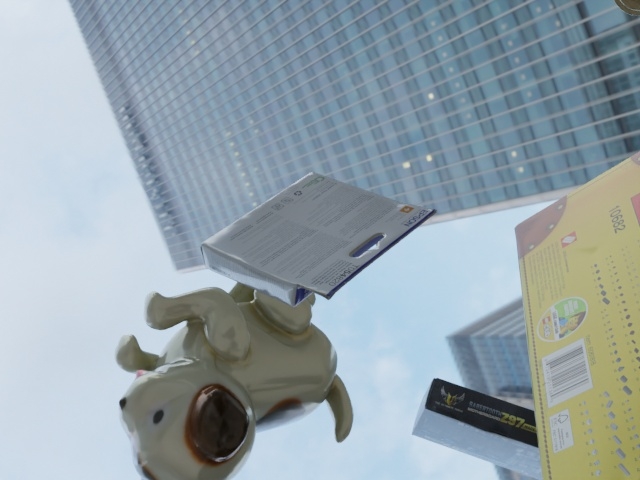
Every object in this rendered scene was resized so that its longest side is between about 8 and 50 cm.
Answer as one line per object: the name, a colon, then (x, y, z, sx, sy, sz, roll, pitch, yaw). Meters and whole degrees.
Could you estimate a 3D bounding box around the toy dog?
toy dog: (-0.162, 0.248, 1.453, 0.395, 0.285, 0.408, 52, -147, -2)

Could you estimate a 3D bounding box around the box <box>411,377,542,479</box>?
box: (0.270, 0.303, 1.426, 0.233, 0.183, 0.059, 19, -115, 8)

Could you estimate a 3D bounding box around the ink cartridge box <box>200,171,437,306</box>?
ink cartridge box: (0.000, 0.000, 1.156, 0.223, 0.224, 0.045, -35, -50, -35)

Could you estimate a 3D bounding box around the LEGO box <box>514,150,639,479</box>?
LEGO box: (0.344, 0.199, 0.687, 0.372, 0.193, 0.500, 45, -151, -21)

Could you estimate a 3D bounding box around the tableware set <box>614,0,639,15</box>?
tableware set: (0.500, -0.431, 1.330, 0.128, 0.194, 0.039, 23, -147, 4)
